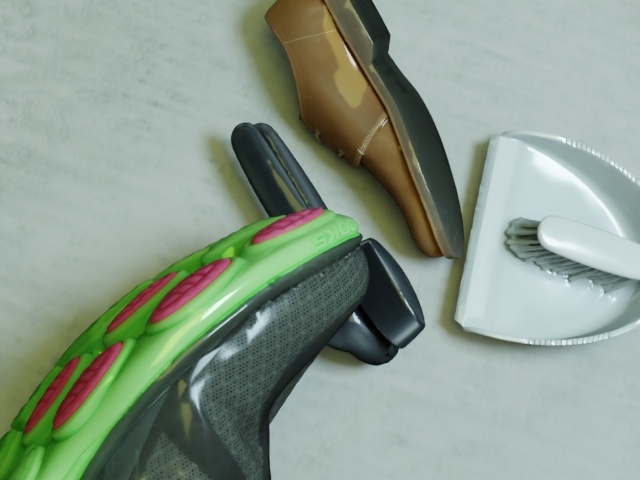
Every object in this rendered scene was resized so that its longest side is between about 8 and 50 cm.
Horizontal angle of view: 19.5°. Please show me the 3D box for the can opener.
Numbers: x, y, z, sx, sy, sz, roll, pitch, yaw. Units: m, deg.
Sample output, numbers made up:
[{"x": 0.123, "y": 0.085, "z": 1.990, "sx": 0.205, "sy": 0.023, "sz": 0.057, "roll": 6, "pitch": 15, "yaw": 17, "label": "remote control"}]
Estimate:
[{"x": 0.000, "y": 0.000, "z": 1.212, "sx": 0.073, "sy": 0.059, "sz": 0.186, "roll": -37, "pitch": 73, "yaw": 10, "label": "can opener"}]

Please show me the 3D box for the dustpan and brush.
[{"x": 0.207, "y": 0.015, "z": 1.237, "sx": 0.211, "sy": 0.060, "sz": 0.147, "roll": 17, "pitch": 73, "yaw": -14, "label": "dustpan and brush"}]

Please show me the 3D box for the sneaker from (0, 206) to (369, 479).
[{"x": -0.106, "y": 0.192, "z": 1.103, "sx": 0.202, "sy": 0.185, "sz": 0.483, "roll": 36, "pitch": 76, "yaw": -18, "label": "sneaker"}]

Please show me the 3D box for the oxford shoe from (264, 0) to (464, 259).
[{"x": 0.031, "y": -0.076, "z": 1.238, "sx": 0.076, "sy": 0.076, "sz": 0.212, "roll": -28, "pitch": 86, "yaw": 17, "label": "oxford shoe"}]
